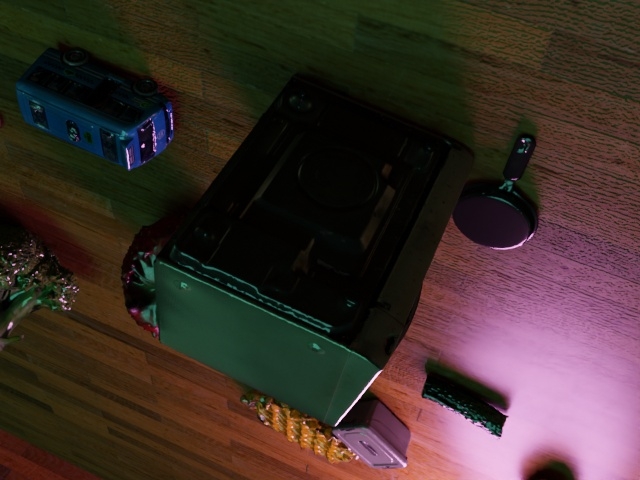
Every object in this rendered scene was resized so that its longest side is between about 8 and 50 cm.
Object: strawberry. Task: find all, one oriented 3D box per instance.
[{"bbox_3d":[-0.269,0.067,1.525,0.261,0.258,0.261,2,112,5],"label":"strawberry"}]

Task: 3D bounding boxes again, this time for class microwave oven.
[{"bbox_3d":[0.000,0.000,1.086,0.333,0.394,0.247,25,144,6],"label":"microwave oven"}]

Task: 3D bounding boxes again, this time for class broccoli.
[{"bbox_3d":[-0.776,0.102,1.819,0.413,0.310,0.321,-5,123,10],"label":"broccoli"}]

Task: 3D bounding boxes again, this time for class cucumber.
[{"bbox_3d":[0.292,0.335,1.572,0.187,0.058,0.058,29,144,5],"label":"cucumber"}]

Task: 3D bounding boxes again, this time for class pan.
[{"bbox_3d":[0.267,-0.064,1.136,0.136,0.028,0.235,22,143,10],"label":"pan"}]

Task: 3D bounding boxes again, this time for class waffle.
[{"bbox_3d":[-0.050,0.450,1.900,0.329,0.062,0.329,26,155,13],"label":"waffle"}]

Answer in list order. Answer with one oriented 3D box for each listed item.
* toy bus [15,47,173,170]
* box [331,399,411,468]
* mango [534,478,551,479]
[{"bbox_3d":[-0.379,-0.220,1.306,0.246,0.134,0.113,25,144,10],"label":"toy bus"},{"bbox_3d":[0.125,0.442,1.777,0.124,0.093,0.172,-19,122,45],"label":"box"},{"bbox_3d":[0.481,0.597,1.702,0.147,0.109,0.227,14,140,24],"label":"mango"}]
